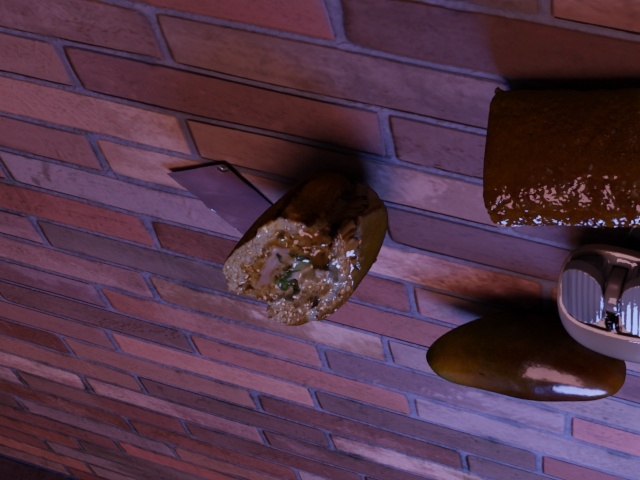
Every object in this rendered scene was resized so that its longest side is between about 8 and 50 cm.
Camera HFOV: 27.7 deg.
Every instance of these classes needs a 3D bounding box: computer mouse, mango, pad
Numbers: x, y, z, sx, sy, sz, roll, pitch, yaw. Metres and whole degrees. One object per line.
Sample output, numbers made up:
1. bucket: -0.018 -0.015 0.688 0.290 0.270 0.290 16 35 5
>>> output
1. computer mouse: 0.344 0.082 1.480 0.145 0.082 0.236 15 162 21
2. mango: 0.259 0.146 1.661 0.268 0.111 0.133 2 164 34
3. pad: -0.103 -0.044 1.702 0.113 0.006 0.188 -6 145 43

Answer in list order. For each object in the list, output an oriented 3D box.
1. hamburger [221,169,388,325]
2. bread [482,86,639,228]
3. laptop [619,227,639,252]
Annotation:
1. hamburger: 0.000 0.000 1.535 0.144 0.156 0.283 44 151 -2
2. bread: 0.246 -0.076 1.228 0.172 0.131 0.103 2 172 33
3. laptop: 0.417 0.028 1.414 0.180 0.016 0.129 19 155 6
